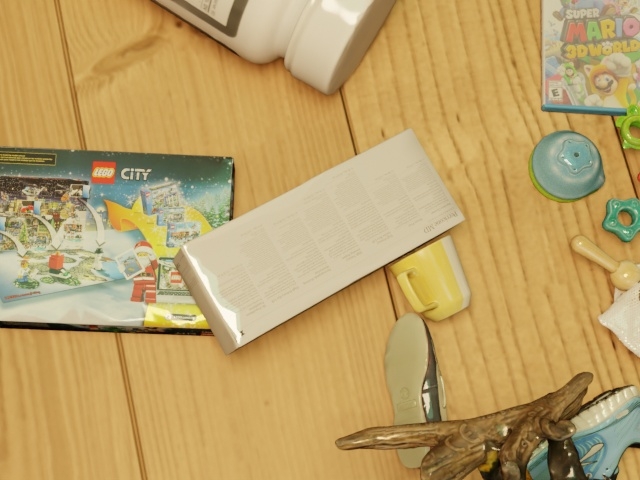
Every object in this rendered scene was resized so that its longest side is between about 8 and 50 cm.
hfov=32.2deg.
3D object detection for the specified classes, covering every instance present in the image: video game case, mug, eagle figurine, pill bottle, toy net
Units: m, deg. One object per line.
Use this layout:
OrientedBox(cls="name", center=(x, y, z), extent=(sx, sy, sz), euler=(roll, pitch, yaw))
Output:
OrientedBox(cls="video game case", center=(0.274, -0.202, 1.080), extent=(0.119, 0.015, 0.166), euler=(3, 75, -1))
OrientedBox(cls="mug", center=(0.097, 0.040, 0.987), extent=(0.078, 0.062, 0.064), euler=(-26, 86, -26))
OrientedBox(cls="eagle figurine", center=(0.169, 0.252, 0.823), extent=(0.226, 0.225, 0.298), euler=(-1, 110, 37))
OrientedBox(cls="pill bottle", center=(-0.075, -0.263, 1.007), extent=(0.283, 0.161, 0.161), euler=(33, 76, 6))
OrientedBox(cls="toy net", center=(0.281, -0.003, 1.015), extent=(0.122, 0.045, 0.232), euler=(-15, 78, -8))

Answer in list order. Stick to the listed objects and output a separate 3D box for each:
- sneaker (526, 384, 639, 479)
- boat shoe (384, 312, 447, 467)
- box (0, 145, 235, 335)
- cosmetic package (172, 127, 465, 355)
OrientedBox(cls="sneaker", center=(0.221, 0.190, 0.951), extent=(0.162, 0.063, 0.073), euler=(-30, 82, -9))
OrientedBox(cls="boat shoe", center=(0.088, 0.132, 0.972), extent=(0.043, 0.049, 0.137), euler=(13, 67, -43))
OrientedBox(cls="box", center=(-0.196, 0.001, 0.993), extent=(0.233, 0.044, 0.159), euler=(3, 75, -2))
OrientedBox(cls="cosmetic package", center=(0.000, 0.000, 0.967), extent=(0.239, 0.060, 0.099), euler=(-28, 83, -21))
